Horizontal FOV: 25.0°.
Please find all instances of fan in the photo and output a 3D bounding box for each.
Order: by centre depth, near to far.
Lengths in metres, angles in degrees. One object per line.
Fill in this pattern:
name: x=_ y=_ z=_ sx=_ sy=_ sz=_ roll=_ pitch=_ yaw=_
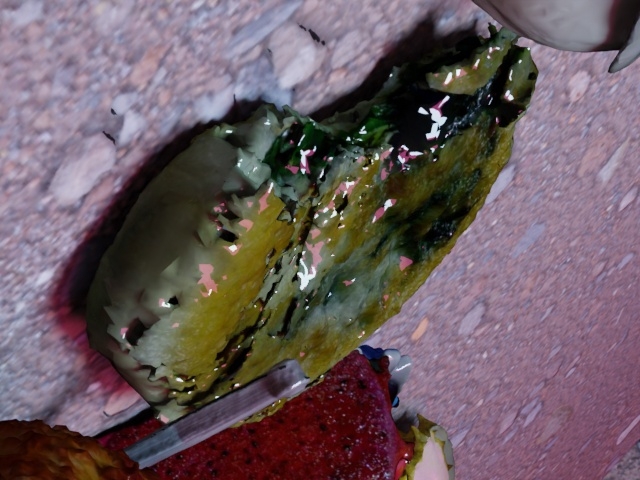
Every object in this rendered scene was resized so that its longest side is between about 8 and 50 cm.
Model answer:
fan: x=-0.131 y=0.142 z=0.883 sx=0.282 sy=0.023 sz=0.057 roll=-30 pitch=156 yaw=15

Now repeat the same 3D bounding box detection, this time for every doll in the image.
doll: x=0.032 y=0.130 z=1.208 sx=0.096 sy=0.070 sz=0.195 roll=-22 pitch=156 yaw=-7

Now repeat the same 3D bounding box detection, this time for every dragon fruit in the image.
dragon fruit: x=-0.047 y=0.177 z=1.051 sx=0.261 sy=0.163 sz=0.189 roll=-23 pitch=177 yaw=-34

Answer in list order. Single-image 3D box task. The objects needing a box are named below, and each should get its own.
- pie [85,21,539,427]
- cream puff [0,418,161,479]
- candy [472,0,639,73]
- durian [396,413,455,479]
pie: x=0.000 y=0.000 z=0.938 sx=0.371 sy=0.078 sz=0.296 roll=-29 pitch=153 yaw=-37
cream puff: x=-0.206 y=0.227 z=0.720 sx=0.350 sy=0.229 sz=0.350 roll=-39 pitch=-163 yaw=15
candy: x=0.166 y=-0.225 z=0.734 sx=0.295 sy=0.185 sz=0.295 roll=-51 pitch=173 yaw=-9
durian: x=0.077 y=0.272 z=1.427 sx=0.305 sy=0.185 sz=0.196 roll=1 pitch=109 yaw=-66
